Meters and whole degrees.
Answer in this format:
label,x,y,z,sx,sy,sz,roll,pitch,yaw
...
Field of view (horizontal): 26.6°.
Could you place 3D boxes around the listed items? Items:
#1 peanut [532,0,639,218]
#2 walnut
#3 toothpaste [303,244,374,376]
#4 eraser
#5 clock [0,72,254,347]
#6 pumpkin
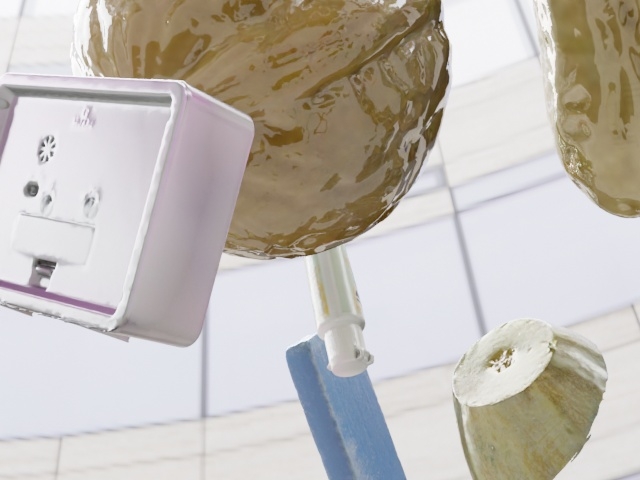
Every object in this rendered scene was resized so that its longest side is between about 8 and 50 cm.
label,x,y,z,sx,sy,sz,roll,pitch,yaw
peanut,0.292,-0.213,1.286,0.169,0.192,0.387,-6,-85,32
walnut,-0.048,-0.135,1.081,0.332,0.333,0.333,-2,-53,-3
toothpaste,0.000,0.000,1.445,0.058,0.314,0.056,-31,-36,28
eraser,0.046,0.262,1.702,0.042,0.144,0.312,-21,-92,25
clock,-0.141,-0.021,0.830,0.063,0.197,0.150,20,-98,-45
pumpkin,0.211,0.173,1.495,0.110,0.217,0.217,40,-64,-14
